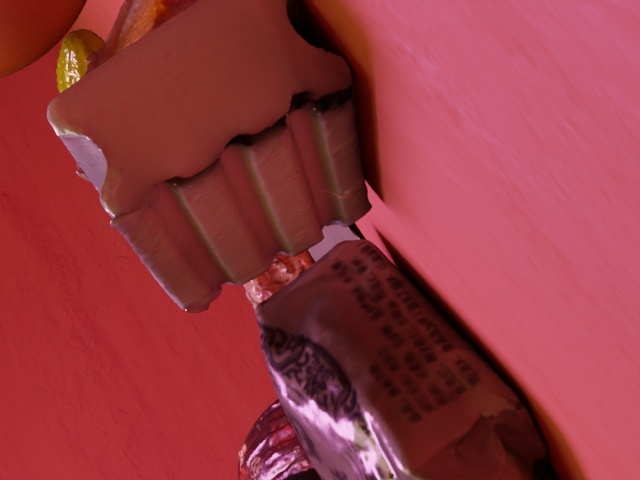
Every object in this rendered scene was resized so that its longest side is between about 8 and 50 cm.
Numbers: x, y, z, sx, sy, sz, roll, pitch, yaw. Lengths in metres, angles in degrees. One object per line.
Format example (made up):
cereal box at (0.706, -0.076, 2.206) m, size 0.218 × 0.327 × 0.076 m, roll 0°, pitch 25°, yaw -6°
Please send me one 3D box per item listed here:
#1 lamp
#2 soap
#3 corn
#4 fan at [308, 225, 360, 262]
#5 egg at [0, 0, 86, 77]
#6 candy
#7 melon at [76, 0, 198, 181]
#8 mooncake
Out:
lamp at (0.031, 0.251, 1.698) m, size 0.247 × 0.247 × 0.247 m, roll 55°, pitch 175°, yaw 7°
soap at (-0.055, -0.049, 0.935) m, size 0.094 × 0.150 × 0.261 m, roll 60°, pitch 176°, yaw 13°
corn at (-0.040, 0.053, 1.810) m, size 0.086 × 0.086 × 0.253 m, roll 55°, pitch 177°, yaw 8°
fan at (0.014, -0.013, 1.266) m, size 0.182 × 0.010 × 0.310 m, roll 40°, pitch 163°, yaw 35°
egg at (-0.318, -0.271, 1.376) m, size 0.250 × 0.250 × 0.322 m, roll 59°, pitch -175°, yaw -34°
candy at (-0.254, -0.166, 1.847) m, size 0.097 × 0.096 × 0.209 m, roll 52°, pitch 167°, yaw 33°
melon at (-0.091, -0.117, 1.122) m, size 0.139 × 0.202 × 0.093 m, roll 22°, pitch 159°, yaw -10°
mooncake at (0.069, 0.150, 1.142) m, size 0.254 × 0.136 × 0.250 m, roll 49°, pitch 168°, yaw 47°
